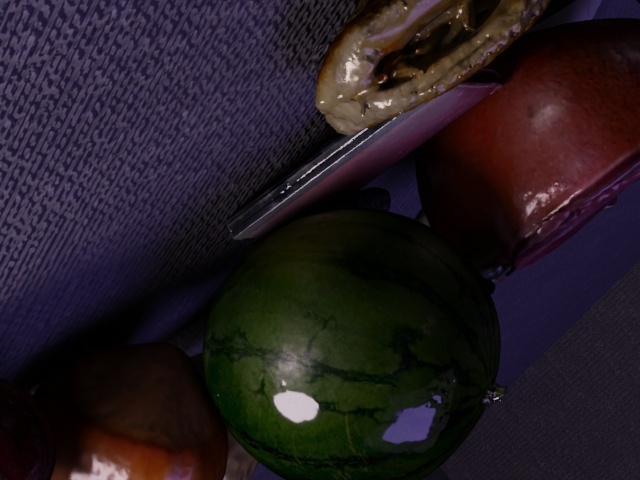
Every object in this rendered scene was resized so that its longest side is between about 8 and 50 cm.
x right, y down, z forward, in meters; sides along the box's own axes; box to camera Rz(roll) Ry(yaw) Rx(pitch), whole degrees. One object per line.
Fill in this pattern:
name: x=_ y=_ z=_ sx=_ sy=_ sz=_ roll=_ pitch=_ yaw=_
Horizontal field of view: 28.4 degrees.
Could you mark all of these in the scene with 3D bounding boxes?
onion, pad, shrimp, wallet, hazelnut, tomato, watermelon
onion: x=-0.238 y=0.159 z=0.919 sx=0.098 sy=0.151 sz=0.206 roll=-48 pitch=-174 yaw=-27
pad: x=0.208 y=-0.164 z=1.287 sx=0.156 sy=0.004 sz=0.232 roll=-34 pitch=163 yaw=-21
shrimp: x=0.000 y=0.000 z=1.166 sx=0.165 sy=0.057 sz=0.065 roll=-33 pitch=169 yaw=-14
wallet: x=0.037 y=-0.070 z=1.034 sx=0.232 sy=0.025 sz=0.119 roll=-35 pitch=167 yaw=28
hazelnut: x=-0.160 y=0.167 z=1.057 sx=0.182 sy=0.182 sz=0.182 roll=-36 pitch=164 yaw=-12
tomato: x=0.213 y=-0.099 z=1.159 sx=0.289 sy=0.176 sz=0.335 roll=-33 pitch=169 yaw=-16
watermelon: x=0.027 y=0.090 z=1.038 sx=0.242 sy=0.242 sz=0.242 roll=-36 pitch=164 yaw=-12

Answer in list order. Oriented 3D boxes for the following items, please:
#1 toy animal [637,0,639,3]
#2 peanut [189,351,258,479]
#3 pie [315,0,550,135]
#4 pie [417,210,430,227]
toy animal: x=0.315 y=-0.298 z=0.997 sx=0.168 sy=0.106 sz=0.343 roll=-33 pitch=158 yaw=2
peanut: x=-0.076 y=0.143 z=1.202 sx=0.290 sy=0.130 sz=0.130 roll=-47 pitch=166 yaw=-14
pie: x=0.078 y=-0.153 z=0.857 sx=0.205 sy=0.084 sz=0.179 roll=-39 pitch=-170 yaw=4
pie: x=0.146 y=-0.039 z=1.452 sx=0.084 sy=0.021 sz=0.084 roll=-36 pitch=164 yaw=-12
